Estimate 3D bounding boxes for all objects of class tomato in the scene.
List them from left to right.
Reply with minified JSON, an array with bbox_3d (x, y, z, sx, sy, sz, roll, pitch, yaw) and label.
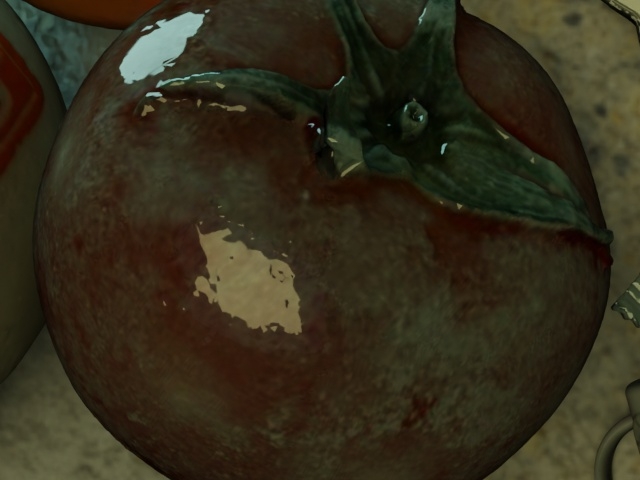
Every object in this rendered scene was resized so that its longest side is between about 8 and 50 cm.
[{"bbox_3d":[0.000,0.000,0.897,0.316,0.317,0.282,47,141,11],"label":"tomato"}]

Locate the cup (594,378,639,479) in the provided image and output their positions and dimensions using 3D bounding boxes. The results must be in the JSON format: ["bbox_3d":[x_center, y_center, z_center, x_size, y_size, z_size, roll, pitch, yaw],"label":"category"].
[{"bbox_3d":[0.223,0.139,0.946,0.136,0.099,0.133,-17,87,15],"label":"cup"}]

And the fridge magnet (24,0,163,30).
[{"bbox_3d":[-0.103,-0.308,0.996,0.364,0.155,0.363,1,92,23],"label":"fridge magnet"}]

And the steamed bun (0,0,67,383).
[{"bbox_3d":[-0.315,-0.053,0.951,0.374,0.374,0.241,57,143,8],"label":"steamed bun"}]

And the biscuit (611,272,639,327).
[{"bbox_3d":[0.331,-0.013,0.890,0.186,0.079,0.309,43,78,11],"label":"biscuit"}]

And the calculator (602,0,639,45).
[{"bbox_3d":[0.231,-0.243,0.971,0.177,0.040,0.268,39,100,12],"label":"calculator"}]
